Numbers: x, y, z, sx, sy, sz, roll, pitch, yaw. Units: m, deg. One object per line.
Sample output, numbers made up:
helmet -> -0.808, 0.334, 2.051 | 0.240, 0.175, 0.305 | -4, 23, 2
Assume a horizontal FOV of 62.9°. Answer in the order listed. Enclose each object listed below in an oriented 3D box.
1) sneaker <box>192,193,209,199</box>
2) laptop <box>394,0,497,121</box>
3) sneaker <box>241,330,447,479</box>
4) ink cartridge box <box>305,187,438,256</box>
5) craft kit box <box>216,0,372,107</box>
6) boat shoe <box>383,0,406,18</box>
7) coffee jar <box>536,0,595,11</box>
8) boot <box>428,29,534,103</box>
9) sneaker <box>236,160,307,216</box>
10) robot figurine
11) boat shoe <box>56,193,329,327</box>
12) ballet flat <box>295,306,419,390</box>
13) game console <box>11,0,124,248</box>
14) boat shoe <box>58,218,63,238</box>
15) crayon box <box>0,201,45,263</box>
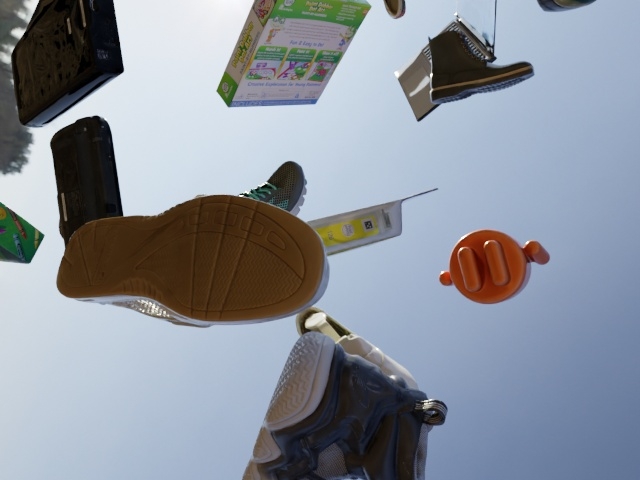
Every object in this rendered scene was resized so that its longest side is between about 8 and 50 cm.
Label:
sneaker -> -0.369, -0.006, 1.741 | 0.161, 0.102, 0.282 | -103, -173, -52
laptop -> 0.336, -0.622, 1.493 | 0.408, 0.236, 0.382 | -38, -150, 23
sneaker -> 0.016, 0.199, 0.490 | 0.268, 0.153, 0.101 | 109, 2, -45
ink cartridge box -> 0.000, 0.000, 0.886 | 0.303, 0.307, 0.072 | 159, -81, -68
craft kit box -> -0.051, -0.372, 1.015 | 0.061, 0.250, 0.246 | 55, -49, 17
boat shoe -> 0.125, -0.481, 0.971 | 0.049, 0.043, 0.137 | -11, -75, 27
coffee jar -> 0.300, -0.307, 0.536 | 0.184, 0.079, 0.096 | -170, -109, -73
boot -> 0.301, -0.355, 1.013 | 0.198, 0.077, 0.137 | -6, -89, 27
sneaker -> -0.079, -0.039, 0.650 | 0.065, 0.076, 0.166 | 21, -108, 36
robot figurine -> 0.300, 0.047, 0.913 | 0.128, 0.219, 0.158 | 40, -77, 22
boat shoe -> -0.101, 0.025, 0.445 | 0.277, 0.096, 0.098 | 1, -111, 32
ballet flat -> 0.045, 0.235, 1.080 | 0.400, 0.139, 0.139 | 24, -85, 63
game console -> -0.303, -0.123, 0.644 | 0.213, 0.044, 0.361 | -10, -93, 40
boat shoe -> -0.426, 0.018, 1.191 | 0.123, 0.324, 0.116 | -52, -178, 13
crayon box -> -0.770, -0.031, 1.131 | 0.278, 0.165, 0.081 | 4, -119, 20
